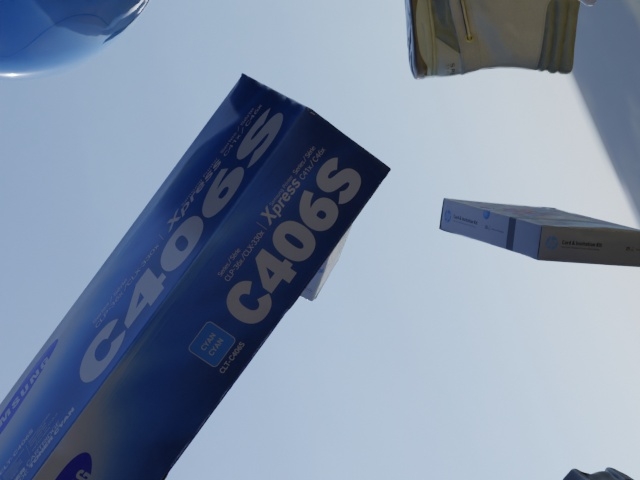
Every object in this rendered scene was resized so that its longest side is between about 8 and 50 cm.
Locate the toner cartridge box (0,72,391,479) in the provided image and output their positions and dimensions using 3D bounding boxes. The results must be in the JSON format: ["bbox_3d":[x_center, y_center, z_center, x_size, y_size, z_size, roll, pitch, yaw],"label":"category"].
[{"bbox_3d":[-0.107,0.058,1.053,0.075,0.348,0.165,36,180,-20],"label":"toner cartridge box"}]

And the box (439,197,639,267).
[{"bbox_3d":[0.230,-0.008,1.614,0.186,0.145,0.038,18,103,63],"label":"box"}]

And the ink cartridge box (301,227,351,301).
[{"bbox_3d":[0.000,0.000,1.928,0.088,0.052,0.122,-57,-9,-44],"label":"ink cartridge box"}]

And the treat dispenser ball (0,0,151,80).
[{"bbox_3d":[-0.271,-0.283,1.377,0.288,0.288,0.288,-24,-90,-79],"label":"treat dispenser ball"}]

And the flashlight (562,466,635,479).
[{"bbox_3d":[0.294,0.271,1.310,0.304,0.103,0.103,-150,61,-78],"label":"flashlight"}]

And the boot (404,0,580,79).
[{"bbox_3d":[0.163,-0.260,1.517,0.077,0.165,0.213,119,149,-84],"label":"boot"}]

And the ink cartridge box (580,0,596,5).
[{"bbox_3d":[0.150,-0.230,1.061,0.143,0.092,0.090,27,-165,-33],"label":"ink cartridge box"}]
